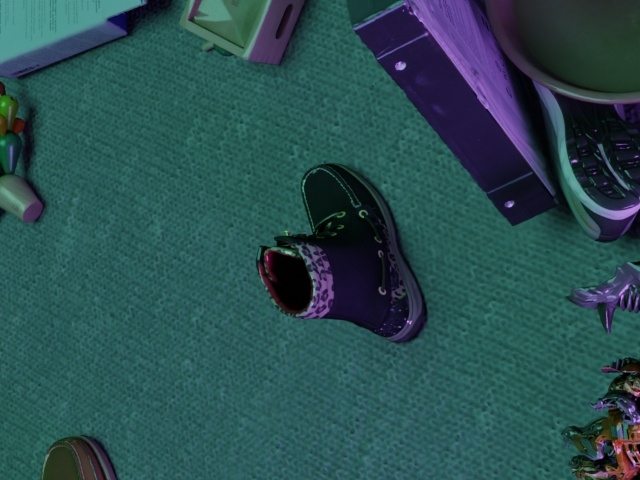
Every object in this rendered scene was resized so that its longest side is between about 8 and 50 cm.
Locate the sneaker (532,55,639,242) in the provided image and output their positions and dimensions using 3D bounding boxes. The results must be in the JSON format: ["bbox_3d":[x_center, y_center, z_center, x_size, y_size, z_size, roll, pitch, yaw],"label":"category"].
[{"bbox_3d":[0.257,-0.119,1.746,0.108,0.100,0.271,92,173,-57],"label":"sneaker"}]

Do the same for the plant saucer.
[{"bbox_3d":[0.297,-0.249,1.703,0.278,0.041,0.277,-7,65,15],"label":"plant saucer"}]

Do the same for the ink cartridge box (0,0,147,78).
[{"bbox_3d":[-0.332,-0.412,2.366,0.330,0.071,0.324,-13,73,37],"label":"ink cartridge box"}]

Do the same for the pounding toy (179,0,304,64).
[{"bbox_3d":[-0.095,-0.272,2.115,0.130,0.100,0.141,30,105,27],"label":"pounding toy"}]

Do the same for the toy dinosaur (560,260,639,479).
[{"bbox_3d":[0.350,0.114,1.615,0.322,0.164,0.218,-28,78,16],"label":"toy dinosaur"}]

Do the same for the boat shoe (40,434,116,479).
[{"bbox_3d":[-0.312,0.386,2.167,0.111,0.104,0.307,-22,67,38],"label":"boat shoe"}]

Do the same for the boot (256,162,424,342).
[{"bbox_3d":[0.002,0.000,1.901,0.085,0.179,0.236,-44,56,28],"label":"boot"}]

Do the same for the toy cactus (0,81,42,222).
[{"bbox_3d":[-0.448,-0.091,2.400,0.180,0.112,0.219,38,100,30],"label":"toy cactus"}]

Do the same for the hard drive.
[{"bbox_3d":[0.117,-0.195,1.696,0.064,0.339,0.237,-26,47,18],"label":"hard drive"}]
